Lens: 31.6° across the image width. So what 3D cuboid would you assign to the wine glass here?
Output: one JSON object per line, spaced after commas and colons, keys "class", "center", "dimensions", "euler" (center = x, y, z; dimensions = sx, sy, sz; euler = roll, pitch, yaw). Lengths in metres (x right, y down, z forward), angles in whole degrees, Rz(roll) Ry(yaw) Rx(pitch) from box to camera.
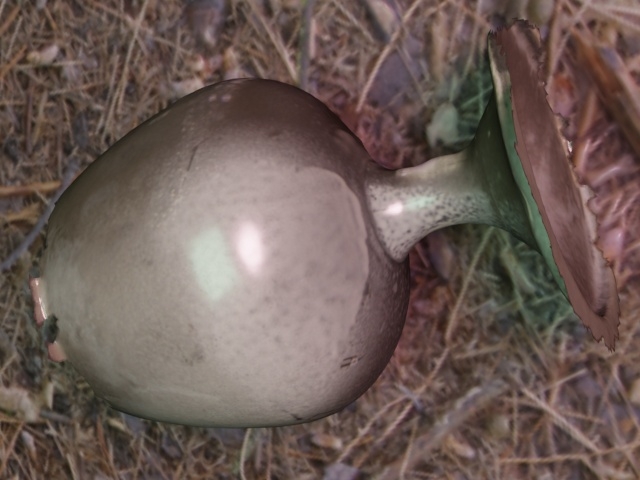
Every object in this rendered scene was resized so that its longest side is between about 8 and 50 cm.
{"class": "wine glass", "center": [0.000, 0.000, 0.707], "dimensions": [0.323, 0.238, 0.238], "euler": [-19, 88, 23]}
